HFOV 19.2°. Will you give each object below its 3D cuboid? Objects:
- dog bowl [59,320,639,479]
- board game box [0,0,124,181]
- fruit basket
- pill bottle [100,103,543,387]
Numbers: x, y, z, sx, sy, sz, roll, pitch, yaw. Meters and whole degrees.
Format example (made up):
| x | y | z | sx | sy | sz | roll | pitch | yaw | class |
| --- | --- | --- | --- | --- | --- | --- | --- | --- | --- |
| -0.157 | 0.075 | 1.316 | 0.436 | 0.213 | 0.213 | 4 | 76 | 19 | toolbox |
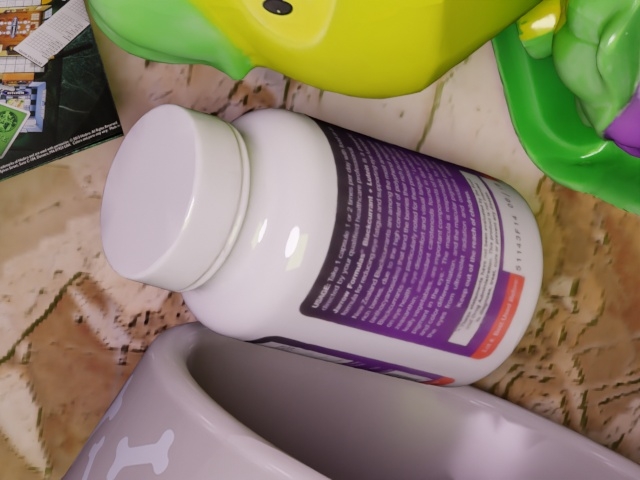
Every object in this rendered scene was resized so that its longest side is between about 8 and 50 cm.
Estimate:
| x | y | z | sx | sy | sz | roll | pitch | yaw | class |
| --- | --- | --- | --- | --- | --- | --- | --- | --- | --- |
| 0.052 | 0.140 | 0.843 | 0.349 | 0.349 | 0.102 | 18 | 100 | -18 | dog bowl |
| -0.216 | -0.064 | 0.783 | 0.260 | 0.030 | 0.136 | -23 | 109 | -28 | board game box |
| 0.091 | -0.162 | 0.793 | 0.392 | 0.283 | 0.392 | -9 | 108 | -28 | fruit basket |
| 0.000 | 0.000 | 0.876 | 0.193 | 0.108 | 0.108 | 16 | 107 | -36 | pill bottle |
